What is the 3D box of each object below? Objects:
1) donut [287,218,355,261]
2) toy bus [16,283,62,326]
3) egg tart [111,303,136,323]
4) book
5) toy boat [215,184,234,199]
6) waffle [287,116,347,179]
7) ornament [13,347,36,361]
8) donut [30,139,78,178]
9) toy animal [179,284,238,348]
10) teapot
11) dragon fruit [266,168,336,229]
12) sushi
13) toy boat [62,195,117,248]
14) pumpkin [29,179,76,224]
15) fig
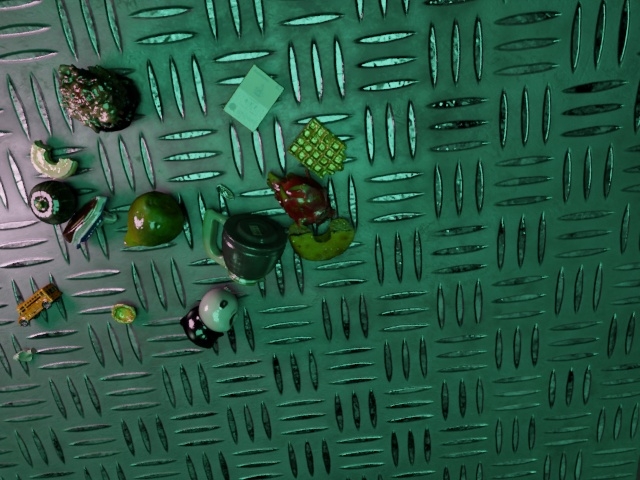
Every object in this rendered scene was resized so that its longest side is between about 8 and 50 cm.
[{"bbox_3d":[-0.005,0.004,1.756,0.259,0.101,0.152,-5,128,-12],"label":"donut"},{"bbox_3d":[-1.159,0.264,1.844,0.194,0.083,0.088,-36,103,9],"label":"toy bus"},{"bbox_3d":[-0.818,0.302,1.888,0.105,0.039,0.105,0,109,-1],"label":"egg tart"},{"bbox_3d":[-0.242,-0.508,1.624,0.138,0.016,0.199,36,105,-13],"label":"book"},{"bbox_3d":[-0.363,-0.181,1.728,0.083,0.038,0.038,36,105,-12],"label":"toy boat"},{"bbox_3d":[0.006,-0.330,1.673,0.211,0.055,0.160,37,106,-12],"label":"waffle"},{"bbox_3d":[-1.276,0.496,1.947,0.092,0.041,0.068,-3,133,-12],"label":"ornament"},{"bbox_3d":[-0.980,-0.286,1.660,0.166,0.065,0.108,27,107,-11],"label":"donut"},{"bbox_3d":[-0.429,0.301,1.818,0.165,0.187,0.235,40,106,-24],"label":"toy animal"},{"bbox_3d":[-0.306,0.039,1.709,0.321,0.239,0.239,14,120,-11],"label":"teapot"},{"bbox_3d":[-0.072,-0.162,1.683,0.198,0.269,0.200,-56,141,1],"label":"dragon fruit"},{"bbox_3d":[-0.752,-0.474,1.518,0.238,0.219,0.225,-4,106,-1],"label":"sushi"},{"bbox_3d":[-0.871,-0.064,1.727,0.262,0.114,0.115,-41,137,11],"label":"toy boat"},{"bbox_3d":[-0.994,-0.141,1.680,0.167,0.125,0.167,-1,95,-9],"label":"pumpkin"},{"bbox_3d":[-0.648,-0.049,1.706,0.275,0.206,0.206,-39,107,26],"label":"fig"}]
